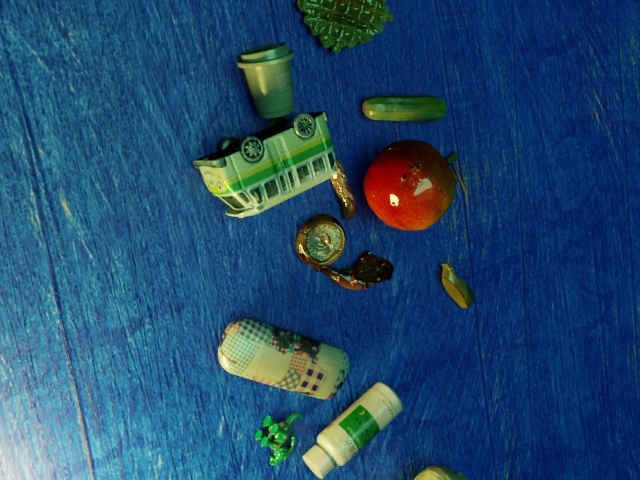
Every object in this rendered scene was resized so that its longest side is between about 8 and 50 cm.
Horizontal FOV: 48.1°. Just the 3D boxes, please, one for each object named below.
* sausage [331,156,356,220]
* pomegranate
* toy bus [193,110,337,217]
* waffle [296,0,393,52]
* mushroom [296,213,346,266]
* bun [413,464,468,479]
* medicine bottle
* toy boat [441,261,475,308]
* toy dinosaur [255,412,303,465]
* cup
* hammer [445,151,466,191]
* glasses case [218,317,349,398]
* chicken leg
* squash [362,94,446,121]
[{"bbox_3d":[0.048,-0.120,1.647,0.036,0.042,0.158,-52,127,-58],"label":"sausage"},{"bbox_3d":[0.211,-0.123,1.644,0.235,0.210,0.210,20,85,-55],"label":"pomegranate"},{"bbox_3d":[-0.105,-0.158,1.496,0.276,0.133,0.165,-28,108,-24],"label":"toy bus"},{"bbox_3d":[0.050,-0.529,1.590,0.214,0.054,0.208,-38,116,-15],"label":"waffle"},{"bbox_3d":[0.000,0.000,1.621,0.123,0.052,0.123,-2,97,-22],"label":"mushroom"},{"bbox_3d":[0.278,0.673,1.801,0.244,0.153,0.244,-21,121,-41],"label":"bun"},{"bbox_3d":[0.076,0.448,1.692,0.260,0.095,0.095,-37,112,-20],"label":"medicine bottle"},{"bbox_3d":[0.350,0.114,1.838,0.149,0.047,0.049,51,57,-27],"label":"toy boat"},{"bbox_3d":[-0.088,0.444,1.624,0.132,0.059,0.096,-52,125,-5],"label":"toy dinosaur"},{"bbox_3d":[-0.102,-0.333,1.496,0.120,0.120,0.141,-26,117,-25],"label":"cup"},{"bbox_3d":[0.349,-0.170,1.825,0.035,0.019,0.110,-38,118,-21],"label":"hammer"},{"bbox_3d":[-0.076,0.266,1.593,0.327,0.076,0.125,22,82,-30],"label":"glasses case"},{"bbox_3d":[0.085,0.075,1.682,0.205,0.053,0.093,-11,78,-35],"label":"chicken leg"},{"bbox_3d":[0.205,-0.313,1.698,0.228,0.066,0.066,-5,98,-27],"label":"squash"}]
